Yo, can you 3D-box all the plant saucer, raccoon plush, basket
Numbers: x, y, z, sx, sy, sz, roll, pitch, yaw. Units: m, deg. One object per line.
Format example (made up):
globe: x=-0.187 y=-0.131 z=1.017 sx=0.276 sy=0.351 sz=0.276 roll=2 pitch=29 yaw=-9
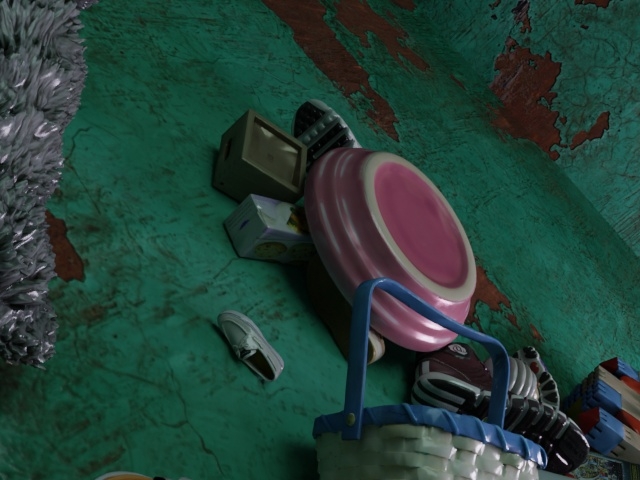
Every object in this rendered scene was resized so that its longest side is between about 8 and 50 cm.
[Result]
plant saucer: x=0.119 y=-0.004 z=1.202 sx=0.332 sy=0.084 sz=0.332 roll=34 pitch=37 yaw=-30
raccoon plush: x=-0.231 y=-0.118 z=0.651 sx=0.299 sy=0.446 sz=0.216 roll=45 pitch=9 yaw=27
basket: x=0.114 y=0.209 z=0.892 sx=0.255 sy=0.201 sz=0.289 roll=30 pitch=62 yaw=-33

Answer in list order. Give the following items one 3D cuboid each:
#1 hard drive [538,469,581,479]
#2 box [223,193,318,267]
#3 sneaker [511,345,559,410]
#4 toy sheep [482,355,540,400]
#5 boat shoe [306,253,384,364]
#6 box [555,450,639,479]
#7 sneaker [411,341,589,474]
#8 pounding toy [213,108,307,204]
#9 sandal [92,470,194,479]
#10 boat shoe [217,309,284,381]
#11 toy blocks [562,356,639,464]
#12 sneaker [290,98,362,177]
hard drive: x=0.361 y=0.382 z=1.030 sx=0.307 sy=0.040 sz=0.203 roll=12 pitch=24 yaw=15
box: x=0.000 y=0.000 z=1.207 sx=0.324 sy=0.067 sz=0.063 roll=13 pitch=43 yaw=-51
sneaker: x=0.387 y=0.254 z=1.433 sx=0.071 sy=0.068 sz=0.170 roll=41 pitch=25 yaw=-24
toy sheep: x=0.294 y=0.226 z=1.313 sx=0.132 sy=0.091 sz=0.091 roll=31 pitch=30 yaw=-19
boat shoe: x=0.036 y=0.095 z=1.139 sx=0.059 sy=0.063 sz=0.170 roll=5 pitch=56 yaw=-59
box: x=0.372 y=0.378 z=1.164 sx=0.159 sy=0.044 sz=0.233 roll=14 pitch=23 yaw=13
sneaker: x=0.258 y=0.224 z=1.206 sx=0.281 sy=0.106 sz=0.162 roll=27 pitch=24 yaw=-13
pounding toy: x=-0.087 y=-0.109 z=1.219 sx=0.130 sy=0.100 sz=0.141 roll=31 pitch=40 yaw=-28
sandal: x=-0.079 y=0.262 z=0.704 sx=0.265 sy=0.076 sz=0.102 roll=36 pitch=28 yaw=-21
boat shoe: x=-0.083 y=0.123 z=0.946 sx=0.100 sy=0.035 sz=0.035 roll=50 pitch=23 yaw=-8
toy blocks: x=0.556 y=0.340 z=1.475 sx=0.261 sy=0.191 sz=0.381 roll=36 pitch=26 yaw=3
sneaker: x=0.052 y=-0.111 z=1.415 sx=0.292 sy=0.110 sz=0.118 roll=57 pitch=19 yaw=1
